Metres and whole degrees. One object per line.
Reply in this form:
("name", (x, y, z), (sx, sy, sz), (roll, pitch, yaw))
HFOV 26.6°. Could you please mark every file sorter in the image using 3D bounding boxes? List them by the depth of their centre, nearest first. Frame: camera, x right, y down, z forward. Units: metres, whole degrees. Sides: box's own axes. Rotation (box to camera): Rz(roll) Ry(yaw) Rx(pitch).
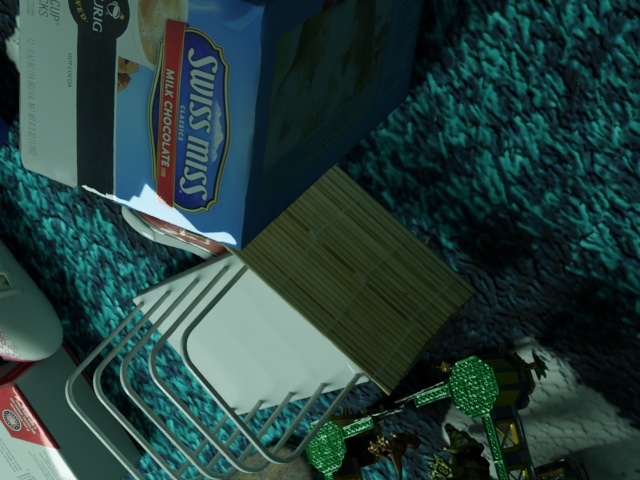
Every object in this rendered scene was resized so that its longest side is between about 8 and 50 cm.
("file sorter", (-0.120, 0.150, 1.484), (0.193, 0.173, 0.278), (50, 143, -13))

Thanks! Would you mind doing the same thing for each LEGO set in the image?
("LEGO set", (0.161, 0.253, 1.461), (0.331, 0.192, 0.255), (-37, 65, 36))

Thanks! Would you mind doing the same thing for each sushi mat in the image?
("sushi mat", (0.000, 0.000, 1.391), (0.316, 0.151, 0.019), (42, 162, 6))

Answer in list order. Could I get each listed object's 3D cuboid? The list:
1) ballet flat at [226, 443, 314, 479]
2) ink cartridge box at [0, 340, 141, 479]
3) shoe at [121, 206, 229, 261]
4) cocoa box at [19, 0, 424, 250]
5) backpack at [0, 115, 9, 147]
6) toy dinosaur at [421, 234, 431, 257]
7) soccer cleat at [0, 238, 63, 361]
("ballet flat", (-0.113, 0.371, 1.699), (0.107, 0.106, 0.316), (41, 129, 4))
("ink cartridge box", (-0.405, 0.272, 1.810), (0.273, 0.114, 0.197), (-22, 104, 37))
("shoe", (-0.135, -0.030, 1.511), (0.178, 0.063, 0.081), (26, 126, 9))
("cocoa box", (-0.070, -0.192, 1.190), (0.228, 0.347, 0.231), (21, 126, 18))
("backpack", (-0.430, -0.118, 1.614), (0.120, 0.098, 0.101), (-15, 131, 29))
("toy dinosaur", (0.062, 0.093, 1.462), (0.211, 0.064, 0.112), (-29, 98, 38))
("soccer cleat", (-0.449, 0.017, 1.684), (0.331, 0.116, 0.143), (39, 134, 6))
